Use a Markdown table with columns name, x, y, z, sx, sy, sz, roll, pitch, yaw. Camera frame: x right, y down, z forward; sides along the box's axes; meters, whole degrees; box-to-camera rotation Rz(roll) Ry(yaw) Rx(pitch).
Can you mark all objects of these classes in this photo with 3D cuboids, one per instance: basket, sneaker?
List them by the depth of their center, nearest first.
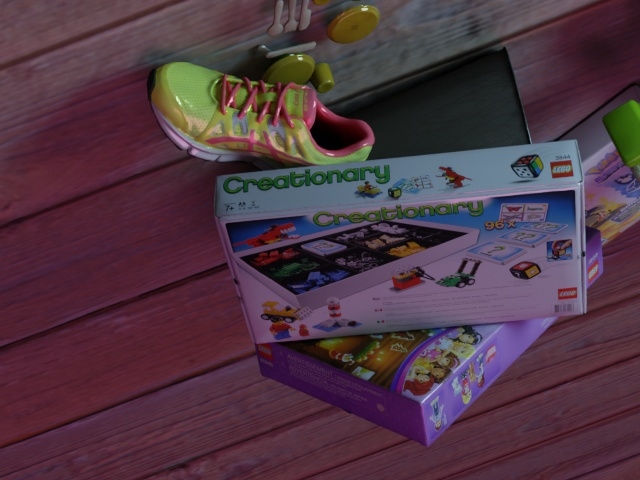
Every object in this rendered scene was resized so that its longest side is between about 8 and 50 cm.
| name | x | y | z | sx | sy | sz | roll | pitch | yaw |
| --- | --- | --- | --- | --- | --- | --- | --- | --- | --- |
| sneaker | -0.046 | -0.107 | 1.389 | 0.209 | 0.081 | 0.094 | 21 | 142 | -26 |
| basket | 0.084 | -0.052 | 1.525 | 0.227 | 0.204 | 0.154 | -14 | -170 | 5 |

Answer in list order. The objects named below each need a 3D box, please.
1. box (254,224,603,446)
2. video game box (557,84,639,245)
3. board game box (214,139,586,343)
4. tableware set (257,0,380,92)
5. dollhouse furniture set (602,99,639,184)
| name | x | y | z | sx | sy | sz | roll | pitch | yaw |
| --- | --- | --- | --- | --- | --- | --- | --- | --- | --- |
| box | 0.107 | 0.059 | 1.574 | 0.293 | 0.201 | 0.057 | -40 | 134 | -35 |
| video game box | 0.313 | -0.072 | 1.759 | 0.187 | 0.048 | 0.205 | 15 | 137 | -44 |
| board game box | 0.075 | 0.006 | 1.433 | 0.305 | 0.053 | 0.193 | -5 | 142 | 5 |
| tableware set | -0.002 | -0.175 | 1.399 | 0.104 | 0.024 | 0.154 | -16 | 151 | -15 |
| dollhouse furniture set | 0.442 | -0.115 | 1.519 | 0.301 | 0.151 | 0.197 | -32 | 164 | 19 |
